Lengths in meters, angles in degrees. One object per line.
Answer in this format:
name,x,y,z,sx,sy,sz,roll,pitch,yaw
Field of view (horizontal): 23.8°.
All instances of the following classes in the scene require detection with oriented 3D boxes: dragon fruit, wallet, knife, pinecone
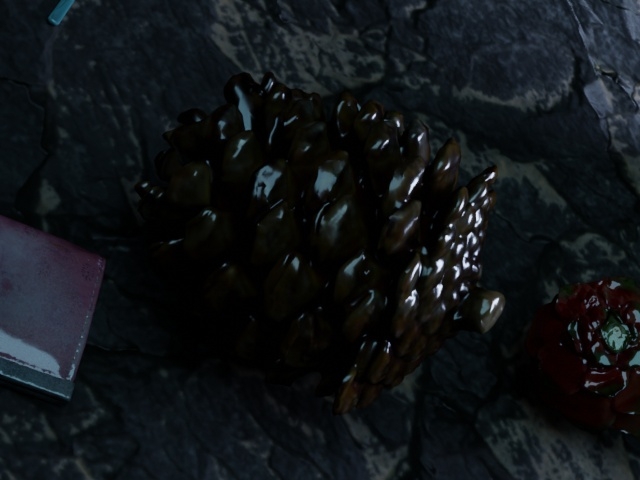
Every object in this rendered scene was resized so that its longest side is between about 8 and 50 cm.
dragon fruit,0.231,0.088,1.198,0.142,0.121,0.130,36,93,-27
wallet,-0.265,0.021,1.027,0.232,0.025,0.119,22,55,-17
knife,-0.194,-0.202,1.198,0.014,0.005,0.091,33,53,-11
pinecone,0.000,0.000,1.065,0.273,0.224,0.224,25,53,10
